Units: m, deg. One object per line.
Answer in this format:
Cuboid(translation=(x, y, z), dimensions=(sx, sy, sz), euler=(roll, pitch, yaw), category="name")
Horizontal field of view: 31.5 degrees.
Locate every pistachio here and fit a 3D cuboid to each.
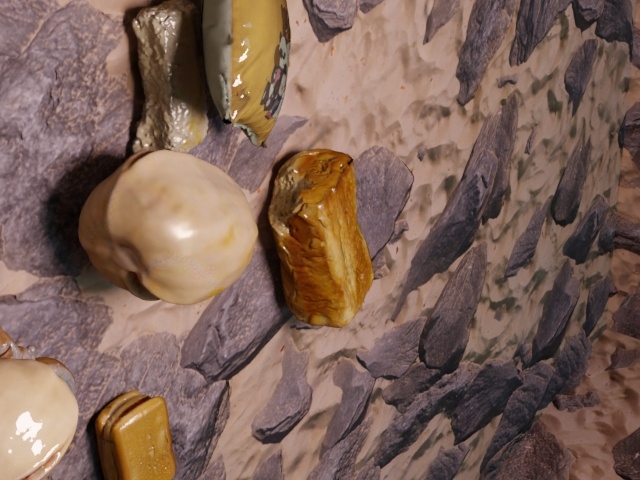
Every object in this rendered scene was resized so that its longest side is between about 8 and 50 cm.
Cuboid(translation=(-0.221, -0.021, 1.657), dimensions=(0.309, 0.230, 0.230), euler=(-8, 113, -63), category="pistachio")
Cuboid(translation=(-0.454, 0.274, 1.441), dimensions=(0.318, 0.214, 0.193), euler=(-41, 138, -35), category="pistachio")

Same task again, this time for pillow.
Cuboid(translation=(-0.109, -0.306, 1.681), dimensions=(0.310, 0.119, 0.312), euler=(14, 74, -82), category="pillow")

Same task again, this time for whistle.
Cuboid(translation=(-0.421, 0.193, 1.610), dimensions=(0.107, 0.057, 0.220), euler=(-44, 137, -17), category="whistle")

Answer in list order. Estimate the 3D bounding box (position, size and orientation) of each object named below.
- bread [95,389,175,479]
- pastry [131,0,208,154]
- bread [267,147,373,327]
Cuboid(translation=(-0.303, 0.341, 1.857), dimensions=(0.116, 0.077, 0.200), euler=(-42, 140, -42), category="bread")
Cuboid(translation=(-0.223, -0.230, 1.672), dimensions=(0.121, 0.089, 0.258), euler=(-20, 119, -45), category="pastry")
Cuboid(translation=(-0.004, -0.003, 2.091), dimensions=(0.195, 0.149, 0.344), euler=(-59, 149, -42), category="bread")
